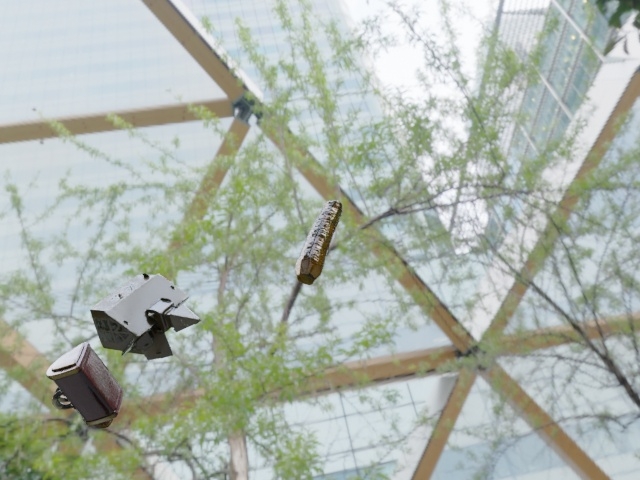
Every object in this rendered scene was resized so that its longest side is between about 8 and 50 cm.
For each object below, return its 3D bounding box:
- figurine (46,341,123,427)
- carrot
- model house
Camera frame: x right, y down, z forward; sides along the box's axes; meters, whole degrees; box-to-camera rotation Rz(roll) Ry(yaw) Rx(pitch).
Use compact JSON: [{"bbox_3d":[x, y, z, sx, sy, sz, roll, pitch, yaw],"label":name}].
[{"bbox_3d":[-0.405,0.265,1.117,0.098,0.082,0.154,-25,-66,0],"label":"figurine"},{"bbox_3d":[0.000,0.000,1.661,0.070,0.260,0.070,14,-39,11],"label":"carrot"},{"bbox_3d":[-0.362,0.191,1.486,0.247,0.181,0.176,1,-63,33],"label":"model house"}]
